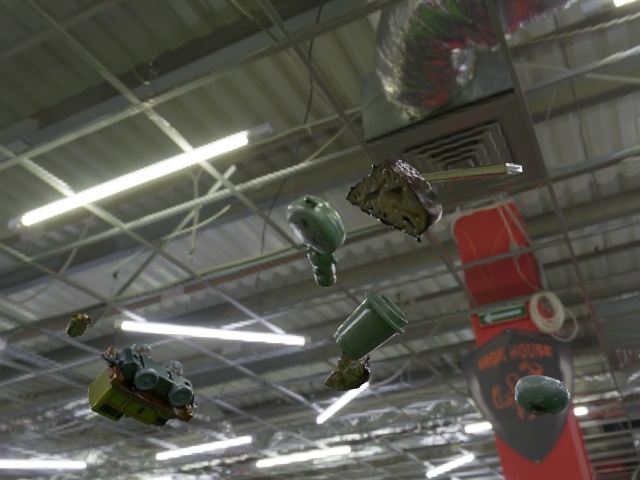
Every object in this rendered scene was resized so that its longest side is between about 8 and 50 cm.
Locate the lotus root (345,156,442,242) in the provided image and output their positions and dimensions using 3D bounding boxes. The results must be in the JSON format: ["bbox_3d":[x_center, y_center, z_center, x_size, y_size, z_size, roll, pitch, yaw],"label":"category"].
[{"bbox_3d":[0.177,-0.112,1.543,0.074,0.261,0.170,-29,-40,-35],"label":"lotus root"}]

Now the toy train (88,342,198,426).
[{"bbox_3d":[-0.311,0.264,1.118,0.127,0.089,0.219,-45,-53,5],"label":"toy train"}]

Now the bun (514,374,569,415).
[{"bbox_3d":[0.588,0.419,1.690,0.141,0.083,0.140,9,-41,8],"label":"bun"}]

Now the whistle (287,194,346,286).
[{"bbox_3d":[0.000,0.000,1.259,0.126,0.067,0.258,31,-30,30],"label":"whistle"}]

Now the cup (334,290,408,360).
[{"bbox_3d":[0.106,0.189,1.385,0.141,0.120,0.120,-45,-43,9],"label":"cup"}]

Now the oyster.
[{"bbox_3d":[0.093,0.279,1.625,0.107,0.232,0.161,20,-5,19],"label":"oyster"}]

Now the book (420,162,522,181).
[{"bbox_3d":[0.384,-0.177,1.702,0.264,0.027,0.202,-4,2,29],"label":"book"}]

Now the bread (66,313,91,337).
[{"bbox_3d":[-0.610,0.213,1.604,0.049,0.033,0.088,7,-40,-32],"label":"bread"}]
